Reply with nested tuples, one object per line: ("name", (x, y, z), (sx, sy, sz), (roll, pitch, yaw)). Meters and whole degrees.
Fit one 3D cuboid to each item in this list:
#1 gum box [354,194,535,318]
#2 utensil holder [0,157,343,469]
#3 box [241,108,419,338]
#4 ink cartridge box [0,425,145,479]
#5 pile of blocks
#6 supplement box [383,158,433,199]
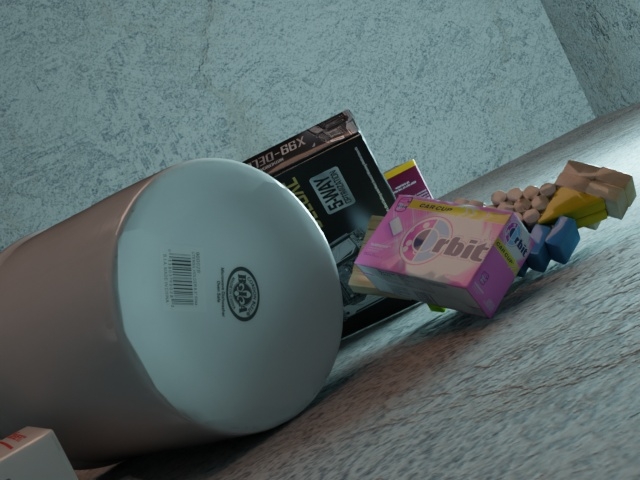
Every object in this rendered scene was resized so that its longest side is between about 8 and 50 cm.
("gum box", (0.137, 0.014, 1.153), (0.188, 0.062, 0.107), (12, 61, 48))
("utensil holder", (-0.205, 0.099, 1.200), (0.327, 0.328, 0.385), (-28, 6, -42))
("box", (0.000, 0.000, 1.385), (0.242, 0.307, 0.077), (-26, 36, 6))
("ink cartridge box", (-0.351, 0.288, 1.002), (0.353, 0.119, 0.207), (-27, 3, -25))
("pile of blocks", (0.221, 0.019, 1.247), (0.362, 0.149, 0.113), (-16, -38, 16))
("supplement box", (0.155, -0.034, 1.690), (0.080, 0.188, 0.104), (-27, 3, -7))
